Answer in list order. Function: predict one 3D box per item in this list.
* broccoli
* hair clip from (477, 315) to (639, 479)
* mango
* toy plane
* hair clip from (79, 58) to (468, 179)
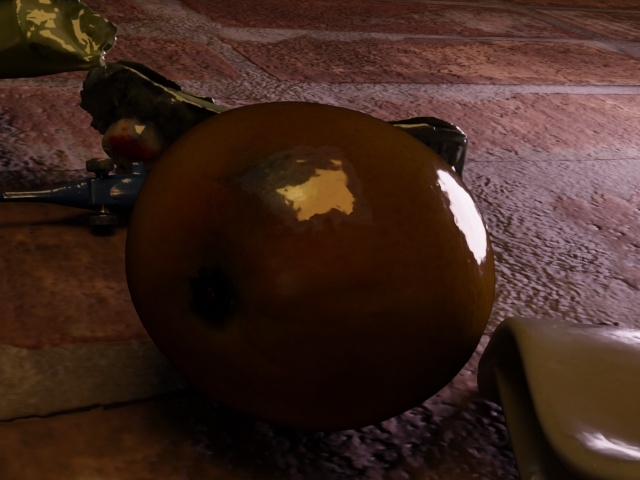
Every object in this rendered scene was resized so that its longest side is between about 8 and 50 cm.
[{"bbox_3d":[-0.349,-0.185,0.960,0.254,0.186,0.302,-25,12,-23],"label":"broccoli"},{"bbox_3d":[0.163,0.095,0.560,0.172,0.113,0.282,10,20,7],"label":"hair clip"},{"bbox_3d":[0.000,0.000,0.684,0.211,0.173,0.317,10,14,6],"label":"mango"},{"bbox_3d":[-0.195,-0.034,0.883,0.167,0.054,0.062,-3,-2,-27],"label":"toy plane"},{"bbox_3d":[-0.044,-0.062,0.940,0.321,0.138,0.091,10,64,7],"label":"hair clip"}]
